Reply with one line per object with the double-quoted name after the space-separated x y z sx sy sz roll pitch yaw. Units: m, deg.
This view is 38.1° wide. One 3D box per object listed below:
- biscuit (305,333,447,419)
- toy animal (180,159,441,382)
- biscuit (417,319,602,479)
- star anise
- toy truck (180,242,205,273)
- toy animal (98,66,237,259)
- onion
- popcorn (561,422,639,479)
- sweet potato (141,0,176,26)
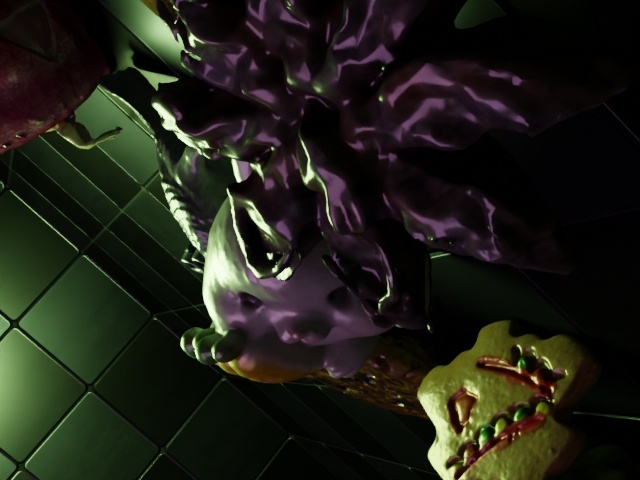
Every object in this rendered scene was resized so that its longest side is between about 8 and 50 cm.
0.043 0.143 1.173 0.334 0.081 0.289 13 162 32 "biscuit"
0.001 0.007 0.786 0.183 0.247 0.310 15 170 17 "toy animal"
0.170 0.189 0.880 0.041 0.238 0.212 27 146 -36 "biscuit"
0.017 -0.083 0.540 0.332 0.117 0.331 18 127 25 "star anise"
-0.075 0.006 1.124 0.116 0.110 0.216 33 165 -23 "toy truck"
-0.119 -0.073 0.951 0.206 0.081 0.367 -42 70 49 "toy animal"
-0.402 -0.196 1.093 0.272 0.230 0.256 48 161 -3 "onion"
0.239 0.304 0.972 0.258 0.270 0.224 27 128 46 "popcorn"
-0.111 -0.230 0.699 0.067 0.059 0.281 13 173 -19 "sweet potato"
